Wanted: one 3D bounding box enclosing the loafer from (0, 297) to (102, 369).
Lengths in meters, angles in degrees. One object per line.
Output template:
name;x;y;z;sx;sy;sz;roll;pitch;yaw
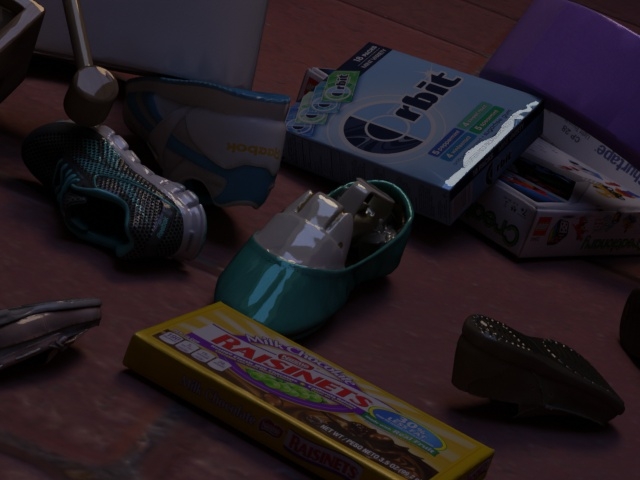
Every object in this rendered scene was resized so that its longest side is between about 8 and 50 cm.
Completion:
loafer;-0.171;0.057;0.948;0.045;0.039;0.125;-8;-1;33

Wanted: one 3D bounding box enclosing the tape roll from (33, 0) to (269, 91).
tape roll;-0.187;-0.195;1.382;0.286;0.100;0.286;10;4;-1

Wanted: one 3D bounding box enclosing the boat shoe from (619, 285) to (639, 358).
boat shoe;0.281;0.086;1.233;0.060;0.064;0.178;11;18;-15

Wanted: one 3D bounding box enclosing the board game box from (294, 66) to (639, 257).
board game box;0.143;-0.075;1.549;0.193;0.053;0.305;0;27;-45

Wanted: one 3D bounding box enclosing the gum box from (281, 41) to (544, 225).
gum box;0.075;-0.097;1.442;0.184;0.041;0.157;22;46;28

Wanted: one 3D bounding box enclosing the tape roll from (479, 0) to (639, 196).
tape roll;0.282;-0.107;1.537;0.275;0.090;0.275;36;-1;1

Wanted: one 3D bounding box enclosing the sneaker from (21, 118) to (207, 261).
sneaker;-0.158;-0.036;1.161;0.166;0.065;0.076;29;26;30

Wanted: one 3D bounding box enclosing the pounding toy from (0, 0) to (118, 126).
pounding toy;-0.244;-0.130;1.193;0.206;0.094;0.181;34;49;3

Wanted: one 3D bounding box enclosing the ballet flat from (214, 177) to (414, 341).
ballet flat;0.000;0.000;1.169;0.083;0.087;0.247;25;21;16

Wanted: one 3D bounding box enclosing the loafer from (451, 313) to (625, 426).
loafer;0.142;0.093;1.113;0.148;0.050;0.056;26;17;-30

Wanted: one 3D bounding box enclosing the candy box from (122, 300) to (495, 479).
candy box;-0.006;0.099;0.990;0.206;0.027;0.105;27;18;20

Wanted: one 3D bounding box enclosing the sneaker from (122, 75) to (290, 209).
sneaker;-0.100;-0.076;1.293;0.087;0.092;0.228;7;3;-25
